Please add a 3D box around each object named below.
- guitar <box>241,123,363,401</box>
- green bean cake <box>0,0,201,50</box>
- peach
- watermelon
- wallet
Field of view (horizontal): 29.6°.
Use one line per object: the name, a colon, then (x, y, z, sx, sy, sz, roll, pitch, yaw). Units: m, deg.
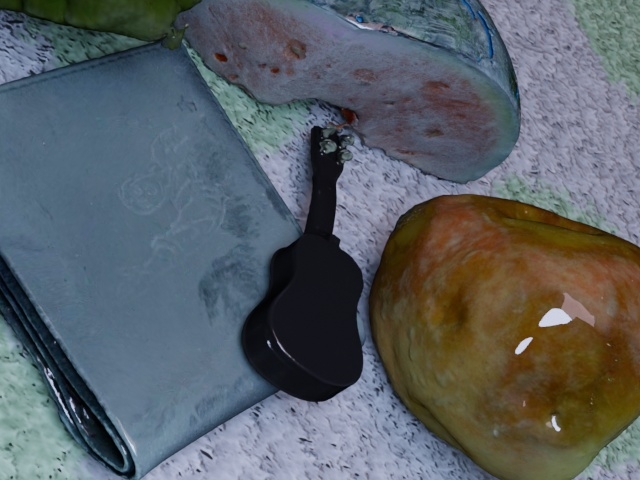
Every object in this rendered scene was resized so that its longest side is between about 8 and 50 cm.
guitar: (0.001, -0.002, 0.900, 0.083, 0.038, 0.271, 34, 41, -23)
green bean cake: (-0.154, -0.272, 0.852, 0.246, 0.156, 0.250, 22, 45, 24)
peach: (0.144, 0.065, 0.917, 0.235, 0.214, 0.214, 37, 47, 12)
watermelon: (0.051, -0.191, 0.992, 0.321, 0.188, 0.175, 20, 64, -31)
wallet: (-0.121, 0.000, 0.862, 0.251, 0.054, 0.290, -23, 76, -45)
